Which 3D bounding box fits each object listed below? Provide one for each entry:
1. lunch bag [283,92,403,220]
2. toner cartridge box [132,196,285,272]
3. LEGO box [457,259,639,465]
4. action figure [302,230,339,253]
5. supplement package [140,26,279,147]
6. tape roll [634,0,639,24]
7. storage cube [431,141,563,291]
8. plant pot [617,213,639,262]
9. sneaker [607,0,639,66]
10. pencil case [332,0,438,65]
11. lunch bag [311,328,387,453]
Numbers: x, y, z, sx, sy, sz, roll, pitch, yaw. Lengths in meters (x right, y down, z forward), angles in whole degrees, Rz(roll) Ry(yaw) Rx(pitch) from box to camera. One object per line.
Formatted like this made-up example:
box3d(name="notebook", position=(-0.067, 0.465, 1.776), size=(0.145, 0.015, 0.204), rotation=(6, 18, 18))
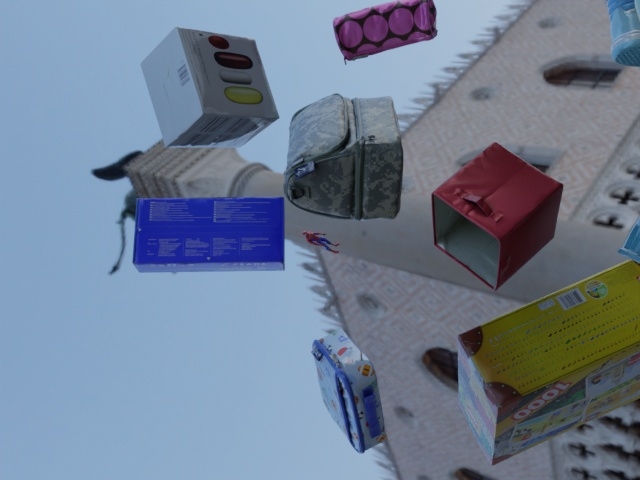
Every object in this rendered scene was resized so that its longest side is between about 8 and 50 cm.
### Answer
box3d(name="lunch bag", position=(0.048, -0.189, 1.660), size=(0.305, 0.255, 0.213), rotation=(-90, -2, -53))
box3d(name="toner cartridge box", position=(-0.256, -0.014, 1.731), size=(0.075, 0.347, 0.165), rotation=(93, 177, -69))
box3d(name="LEGO box", position=(0.578, 0.281, 1.710), size=(0.499, 0.193, 0.373), rotation=(-23, -36, -5))
box3d(name="action figure", position=(0.000, 0.000, 1.893), size=(0.115, 0.030, 0.038), rotation=(22, -119, -29))
box3d(name="supplement package", position=(-0.226, -0.308, 1.517), size=(0.203, 0.149, 0.194), rotation=(-7, -105, -46))
box3d(name="tape roll", position=(0.668, -0.398, 1.152), size=(0.321, 0.321, 0.077), rotation=(53, -149, -45))
box3d(name="storage cube", position=(0.363, -0.051, 1.527), size=(0.193, 0.183, 0.215), rotation=(-38, -33, -18))
box3d(name="plant pot", position=(0.619, -0.049, 1.077), size=(0.271, 0.271, 0.255), rotation=(7, -74, -52))
box3d(name="sneaker", position=(0.797, -0.506, 1.710), size=(0.318, 0.127, 0.208), rotation=(3, -106, -29))
box3d(name="pencil case", position=(0.134, -0.428, 1.493), size=(0.095, 0.209, 0.098), rotation=(34, -134, -68))
box3d(name="lunch bag", position=(0.078, 0.394, 1.930), size=(0.114, 0.243, 0.304), rotation=(-22, -57, -14))
